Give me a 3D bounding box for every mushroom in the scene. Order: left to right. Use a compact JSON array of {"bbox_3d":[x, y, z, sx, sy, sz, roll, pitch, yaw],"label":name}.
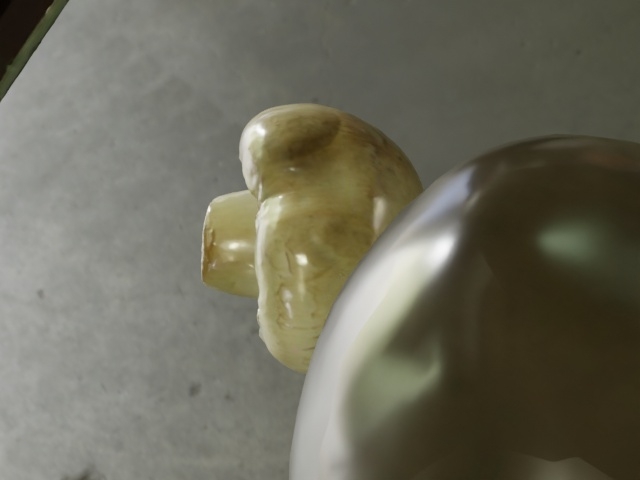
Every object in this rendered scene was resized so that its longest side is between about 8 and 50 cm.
[{"bbox_3d":[0.000,0.000,0.726,0.112,0.148,0.148,3,53,8],"label":"mushroom"}]

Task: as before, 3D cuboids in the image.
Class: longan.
[{"bbox_3d":[0.081,0.077,0.403,0.198,0.212,0.198,-4,14,1],"label":"longan"}]

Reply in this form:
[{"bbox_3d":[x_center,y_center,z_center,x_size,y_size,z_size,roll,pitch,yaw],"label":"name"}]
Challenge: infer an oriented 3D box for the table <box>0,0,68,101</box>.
[{"bbox_3d":[-0.096,-0.155,0.363,0.122,0.111,0.240,34,90,35],"label":"table"}]
